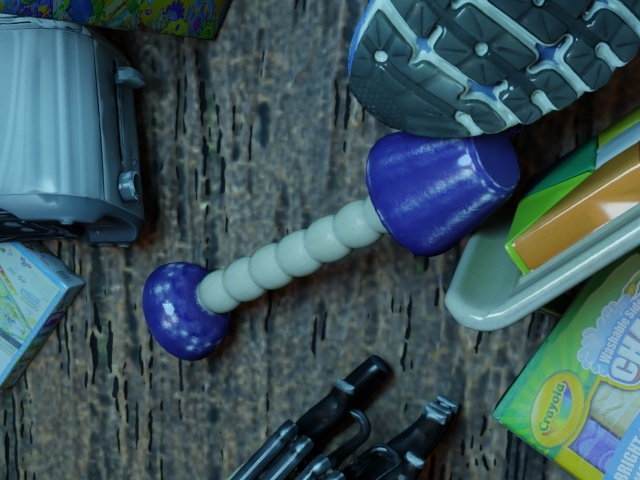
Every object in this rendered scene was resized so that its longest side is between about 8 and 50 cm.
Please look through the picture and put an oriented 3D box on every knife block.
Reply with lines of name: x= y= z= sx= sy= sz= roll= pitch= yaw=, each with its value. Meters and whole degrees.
knife block: x=-0.027 y=0.195 z=0.859 sx=0.088 sy=0.242 sz=0.276 roll=46 pitch=153 yaw=10

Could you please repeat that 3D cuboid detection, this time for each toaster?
toaster: x=-0.227 y=-0.070 z=0.856 sx=0.226 sy=0.129 sz=0.147 roll=-3 pitch=79 yaw=16

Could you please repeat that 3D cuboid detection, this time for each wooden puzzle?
wooden puzzle: x=0.180 y=-0.048 z=0.676 sx=0.238 sy=0.221 sz=0.044 roll=-30 pitch=96 yaw=19

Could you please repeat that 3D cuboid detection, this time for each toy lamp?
toy lamp: x=0.000 y=0.000 z=0.781 sx=0.274 sy=0.080 sz=0.080 roll=-26 pitch=87 yaw=36

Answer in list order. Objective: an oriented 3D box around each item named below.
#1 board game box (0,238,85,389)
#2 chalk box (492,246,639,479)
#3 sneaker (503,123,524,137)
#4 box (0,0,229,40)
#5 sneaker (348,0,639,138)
board game box: x=-0.262 y=0.023 z=0.941 sx=0.154 sy=0.026 sz=0.103 roll=41 pitch=107 yaw=11
chalk box: x=0.193 y=0.073 z=0.732 sx=0.213 sy=0.132 sz=0.132 roll=37 pitch=106 yaw=11
sneaker: x=0.121 y=-0.097 z=0.776 sx=0.071 sy=0.068 sz=0.170 roll=21 pitch=102 yaw=10
box: x=-0.207 y=-0.261 z=0.759 sx=0.290 sy=0.279 sz=0.177 roll=28 pitch=104 yaw=14
sneaker: x=0.139 y=-0.188 z=0.704 sx=0.330 sy=0.147 sz=0.130 roll=-46 pitch=110 yaw=-4
